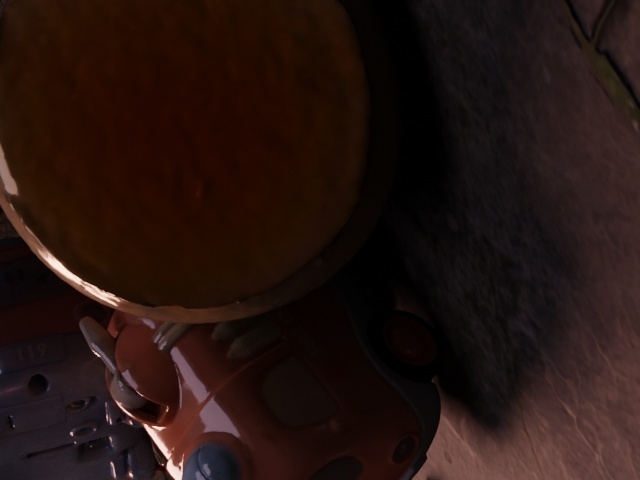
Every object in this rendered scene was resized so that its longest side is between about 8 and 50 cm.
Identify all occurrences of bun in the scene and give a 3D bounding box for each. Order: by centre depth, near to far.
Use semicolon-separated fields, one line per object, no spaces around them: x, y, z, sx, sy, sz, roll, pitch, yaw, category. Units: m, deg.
-0.091;-0.089;0.856;0.165;0.299;0.299;-37;-74;-84;bun

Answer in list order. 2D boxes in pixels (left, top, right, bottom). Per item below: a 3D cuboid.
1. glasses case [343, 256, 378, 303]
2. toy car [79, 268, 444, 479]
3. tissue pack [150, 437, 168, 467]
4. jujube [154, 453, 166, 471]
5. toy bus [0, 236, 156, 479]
0.000;0.000;1.056;0.102;0.070;0.193;-5;106;44;glasses case
-0.052;0.114;0.950;0.270;0.212;0.180;48;135;16;toy car
-0.117;0.040;1.215;0.198;0.210;0.370;-17;94;66;tissue pack
-0.167;0.167;1.464;0.213;0.232;0.213;57;162;30;jujube
-0.281;0.123;1.164;0.294;0.197;0.232;99;154;-57;toy bus
